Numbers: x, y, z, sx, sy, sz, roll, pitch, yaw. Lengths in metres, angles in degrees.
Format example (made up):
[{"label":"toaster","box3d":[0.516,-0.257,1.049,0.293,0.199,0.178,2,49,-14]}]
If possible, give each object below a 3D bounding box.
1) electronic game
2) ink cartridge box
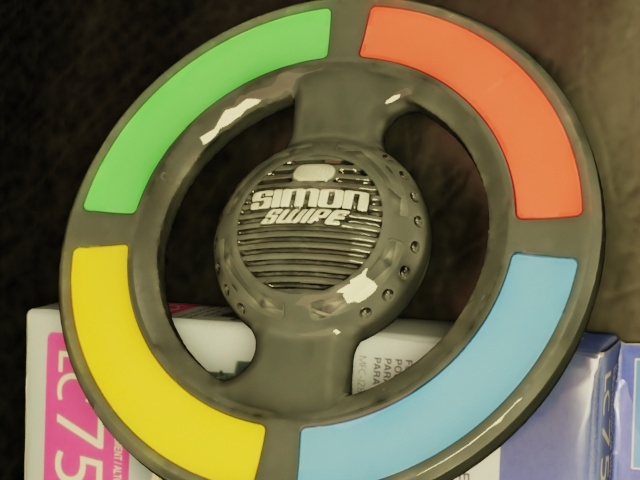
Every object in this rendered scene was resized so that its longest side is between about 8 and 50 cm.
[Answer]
[{"label":"electronic game","box3d":[0.000,0.000,0.595,0.229,0.048,0.229,-8,63,15]},{"label":"ink cartridge box","box3d":[0.018,0.127,0.631,0.311,0.065,0.186,3,94,17]}]
